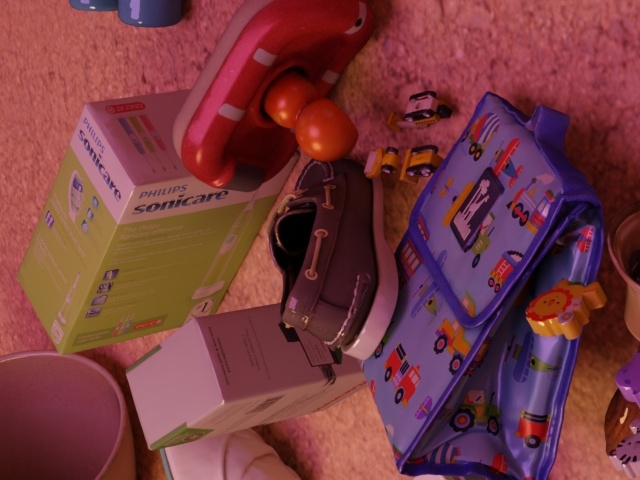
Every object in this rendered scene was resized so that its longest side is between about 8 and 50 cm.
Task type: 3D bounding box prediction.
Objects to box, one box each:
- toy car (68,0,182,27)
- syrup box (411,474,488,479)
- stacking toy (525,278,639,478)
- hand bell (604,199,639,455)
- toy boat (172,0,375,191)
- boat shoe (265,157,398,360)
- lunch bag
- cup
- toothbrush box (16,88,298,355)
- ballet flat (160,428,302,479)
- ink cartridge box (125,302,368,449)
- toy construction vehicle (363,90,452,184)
[{"bbox_3d":[-0.283,-0.344,1.655,0.210,0.238,0.219,23,118,46],"label":"toy car"},{"bbox_3d":[0.108,0.292,1.467,0.096,0.093,0.237,59,139,23],"label":"syrup box"},{"bbox_3d":[0.270,0.109,1.108,0.221,0.052,0.167,3,133,49],"label":"stacking toy"},{"bbox_3d":[0.268,0.095,1.227,0.126,0.126,0.242,45,145,34],"label":"hand bell"},{"bbox_3d":[-0.023,-0.131,1.442,0.151,0.151,0.231,40,109,28],"label":"toy boat"},{"bbox_3d":[0.002,-0.004,1.410,0.305,0.091,0.109,-101,33,-61],"label":"boat shoe"},{"bbox_3d":[0.149,0.028,1.276,0.221,0.138,0.293,-112,38,-63],"label":"lunch bag"},{"bbox_3d":[-0.367,0.337,1.939,0.331,0.331,0.237,29,148,44],"label":"cup"},{"bbox_3d":[-0.180,-0.022,1.646,0.122,0.206,0.283,57,139,25],"label":"toothbrush box"},{"bbox_3d":[-0.055,0.333,1.678,0.139,0.139,0.400,-21,88,52],"label":"ballet flat"},{"bbox_3d":[-0.057,0.127,1.526,0.160,0.219,0.092,-36,69,49],"label":"ink cartridge box"},{"bbox_3d":[0.087,-0.089,1.404,0.098,0.035,0.085,-12,57,52],"label":"toy construction vehicle"}]
